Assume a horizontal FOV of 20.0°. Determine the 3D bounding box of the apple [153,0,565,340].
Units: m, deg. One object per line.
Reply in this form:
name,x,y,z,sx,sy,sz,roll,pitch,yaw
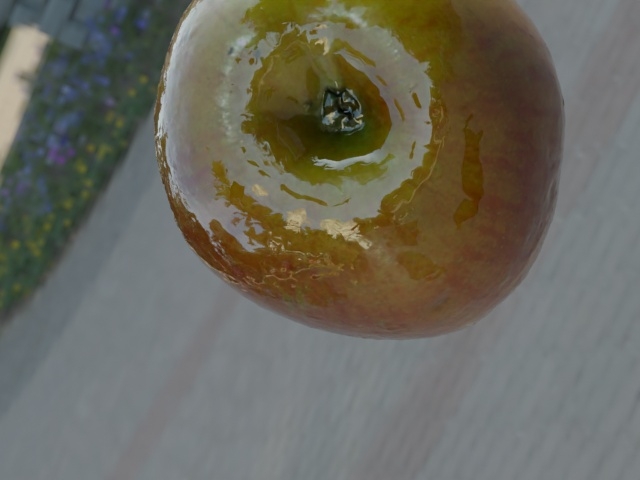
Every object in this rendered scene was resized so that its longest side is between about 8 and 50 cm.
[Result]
apple,0.019,-0.070,1.260,0.301,0.301,0.301,-59,17,31
